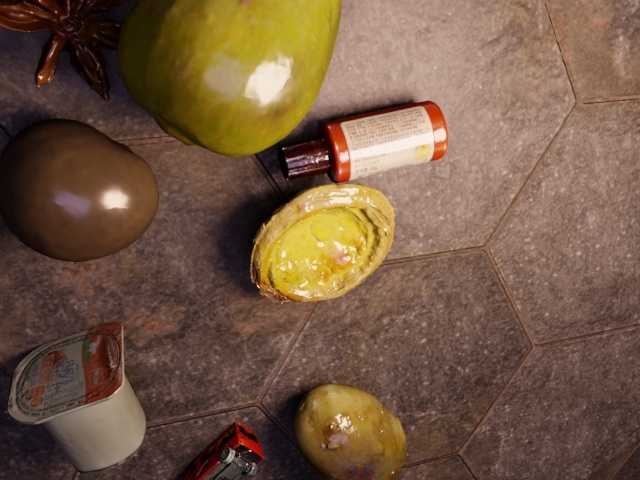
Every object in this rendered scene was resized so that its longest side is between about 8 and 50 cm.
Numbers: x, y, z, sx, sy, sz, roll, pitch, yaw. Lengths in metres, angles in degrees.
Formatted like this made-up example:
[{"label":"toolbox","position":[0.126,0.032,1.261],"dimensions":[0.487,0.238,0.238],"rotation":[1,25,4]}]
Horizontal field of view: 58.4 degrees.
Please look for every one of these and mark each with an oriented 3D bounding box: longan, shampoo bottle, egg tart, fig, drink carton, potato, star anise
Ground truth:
[{"label":"longan","position":[-0.349,-0.066,0.827],"dimensions":[0.220,0.196,0.196],"rotation":[27,104,-28]},{"label":"shampoo bottle","position":[0.067,-0.158,0.963],"dimensions":[0.278,0.104,0.104],"rotation":[-14,118,-10]},{"label":"egg tart","position":[0.000,0.000,1.015],"dimensions":[0.279,0.095,0.279],"rotation":[-12,133,-14]},{"label":"fig","position":[-0.103,-0.268,0.778],"dimensions":[0.326,0.258,0.258],"rotation":[-46,120,-7]},{"label":"drink carton","position":[-0.406,0.281,0.995],"dimensions":[0.191,0.185,0.190],"rotation":[-18,130,-10]},{"label":"potato","position":[0.062,0.419,1.197],"dimensions":[0.210,0.173,0.307],"rotation":[-36,122,4]},{"label":"star anise","position":[-0.332,-0.301,0.768],"dimensions":[0.212,0.111,0.196],"rotation":[31,108,-35]}]

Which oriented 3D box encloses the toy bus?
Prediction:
[{"label":"toy bus","position":[-0.213,0.473,1.182],"dimensions":[0.195,0.089,0.081],"rotation":[-44,119,5]}]
